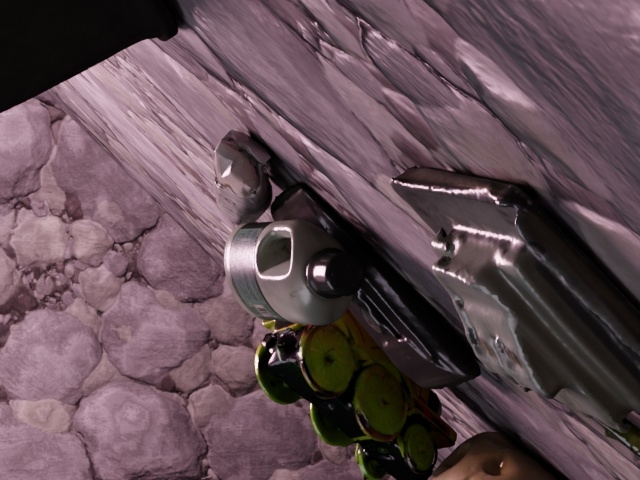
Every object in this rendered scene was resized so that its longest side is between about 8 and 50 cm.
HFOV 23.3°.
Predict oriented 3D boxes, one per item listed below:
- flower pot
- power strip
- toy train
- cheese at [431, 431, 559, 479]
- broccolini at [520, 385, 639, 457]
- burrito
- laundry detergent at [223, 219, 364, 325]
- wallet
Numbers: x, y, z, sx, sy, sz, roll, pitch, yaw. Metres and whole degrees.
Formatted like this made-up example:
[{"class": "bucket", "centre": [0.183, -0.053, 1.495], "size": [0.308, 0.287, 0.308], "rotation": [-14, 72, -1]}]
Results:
[{"class": "flower pot", "centre": [-0.254, -0.203, 1.192], "size": [0.269, 0.166, 0.269], "rotation": [42, 172, 7]}, {"class": "power strip", "centre": [0.126, 0.052, 0.900], "size": [0.213, 0.064, 0.198], "rotation": [46, 172, -13]}, {"class": "toy train", "centre": [0.046, 0.162, 1.789], "size": [0.100, 0.160, 0.296], "rotation": [-18, 131, 37]}, {"class": "cheese", "centre": [0.224, 0.309, 1.756], "size": [0.218, 0.117, 0.235], "rotation": [43, 173, 26]}, {"class": "broccolini", "centre": [0.195, 0.134, 1.064], "size": [0.254, 0.057, 0.071], "rotation": [46, -143, 11]}, {"class": "burrito", "centre": [-0.075, -0.057, 1.497], "size": [0.064, 0.064, 0.203], "rotation": [43, 172, 5]}, {"class": "laundry detergent", "centre": [-0.020, 0.029, 1.417], "size": [0.226, 0.070, 0.099], "rotation": [179, 77, -69]}, {"class": "wallet", "centre": [0.045, 0.046, 1.482], "size": [0.245, 0.052, 0.168], "rotation": [47, 170, -4]}]
